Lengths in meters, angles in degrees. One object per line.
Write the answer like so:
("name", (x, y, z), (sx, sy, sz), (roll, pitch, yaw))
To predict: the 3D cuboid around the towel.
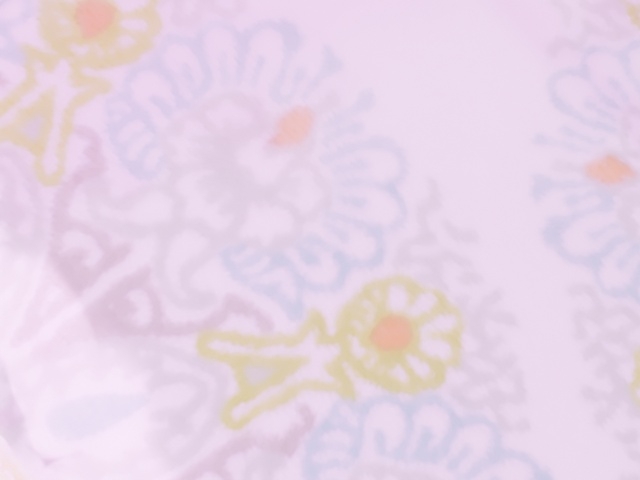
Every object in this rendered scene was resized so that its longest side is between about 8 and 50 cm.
("towel", (0.000, 0.000, 0.622), (0.320, 0.090, 0.374), (46, 67, 4))
